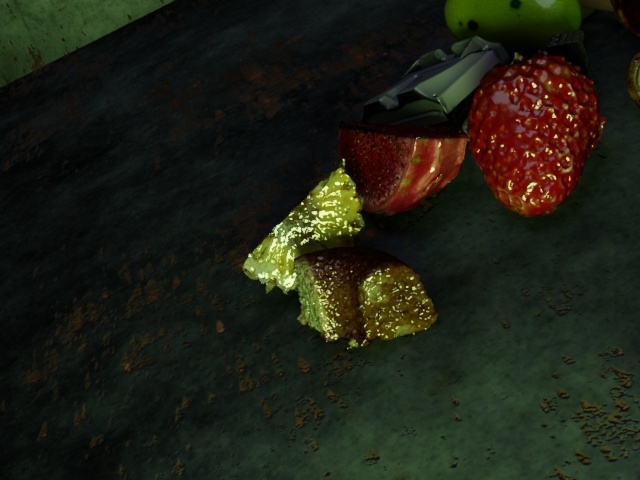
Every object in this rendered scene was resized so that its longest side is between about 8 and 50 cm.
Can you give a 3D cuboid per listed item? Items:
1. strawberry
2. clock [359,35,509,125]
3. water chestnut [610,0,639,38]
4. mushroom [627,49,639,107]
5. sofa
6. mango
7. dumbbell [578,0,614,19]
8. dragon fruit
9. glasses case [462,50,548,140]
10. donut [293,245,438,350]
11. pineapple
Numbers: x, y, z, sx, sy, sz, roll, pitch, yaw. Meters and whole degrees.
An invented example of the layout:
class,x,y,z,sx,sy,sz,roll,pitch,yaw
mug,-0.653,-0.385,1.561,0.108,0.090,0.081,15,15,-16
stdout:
class,x,y,z,sx,sy,sz,roll,pitch,yaw
strawberry,0.314,-0.140,1.448,0.205,0.205,0.244,-13,54,22
clock,0.197,-0.270,1.751,0.186,0.083,0.253,-44,19,-27
water chestnut,0.608,-0.441,1.488,0.350,0.350,0.302,21,72,52
mushroom,0.521,-0.246,1.491,0.087,0.127,0.127,8,6,-39
sofa,0.415,-0.282,1.618,0.060,0.118,0.039,-3,38,35
mango,0.364,-0.436,1.874,0.293,0.143,0.175,21,93,43
dumbbell,0.529,-0.440,1.817,0.092,0.082,0.231,-37,31,-16
dragon fruit,0.125,-0.124,1.582,0.189,0.163,0.262,-60,31,-1
glasses case,0.335,-0.247,1.679,0.248,0.065,0.087,-45,28,-28
donut,0.048,0.069,1.355,0.144,0.126,0.186,-28,29,-17
pineapple,0.000,0.000,1.493,0.233,0.135,0.079,-49,2,1
